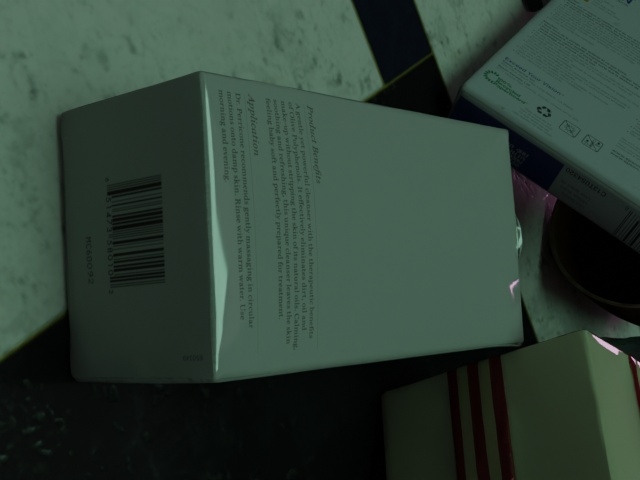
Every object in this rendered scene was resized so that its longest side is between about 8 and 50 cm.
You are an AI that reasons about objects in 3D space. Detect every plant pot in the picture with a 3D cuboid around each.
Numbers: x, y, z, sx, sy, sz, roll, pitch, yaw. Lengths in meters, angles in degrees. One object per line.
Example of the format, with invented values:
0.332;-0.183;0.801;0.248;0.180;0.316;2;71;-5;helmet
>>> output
0.426;0.024;1.220;0.230;0.215;0.215;42;53;-53;plant pot

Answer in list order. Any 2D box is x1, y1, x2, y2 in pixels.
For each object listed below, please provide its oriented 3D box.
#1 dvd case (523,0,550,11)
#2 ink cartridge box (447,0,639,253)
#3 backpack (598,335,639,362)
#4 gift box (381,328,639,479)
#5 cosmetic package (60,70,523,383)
0.299;-0.418;1.256;0.238;0.029;0.179;-41;114;-45;dvd case
0.356;-0.140;1.085;0.324;0.071;0.330;36;50;13;ink cartridge box
0.402;0.238;1.161;0.225;0.191;0.253;25;61;-44;backpack
0.201;0.264;0.870;0.255;0.276;0.258;24;50;-38;gift box
0.000;0.000;0.745;0.365;0.155;0.197;4;82;-50;cosmetic package
